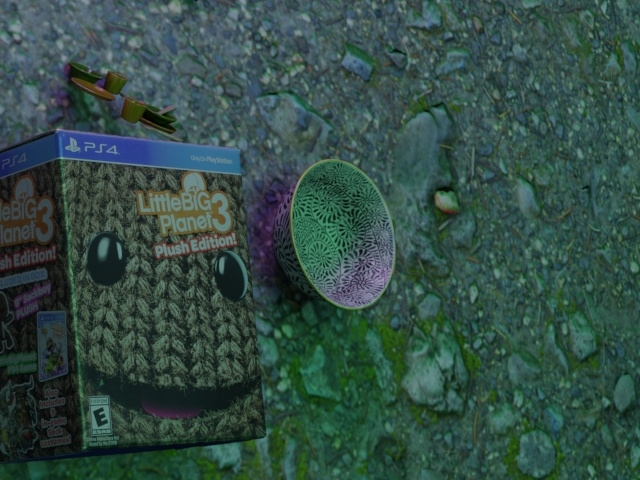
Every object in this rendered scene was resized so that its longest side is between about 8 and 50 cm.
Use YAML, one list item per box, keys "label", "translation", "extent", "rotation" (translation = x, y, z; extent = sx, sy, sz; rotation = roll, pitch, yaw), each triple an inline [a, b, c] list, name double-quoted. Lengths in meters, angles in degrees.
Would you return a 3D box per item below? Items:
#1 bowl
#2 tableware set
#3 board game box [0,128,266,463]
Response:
- label: "bowl"
  translation: [0.000, 0.000, 1.800]
  extent: [0.170, 0.080, 0.170]
  rotation: [15, 69, -43]
- label: "tableware set"
  translation: [-0.194, -0.144, 1.591]
  extent: [0.104, 0.154, 0.024]
  rotation: [21, 101, -27]
- label: "board game box"
  translation: [-0.192, 0.057, 1.535]
  extent: [0.232, 0.141, 0.291]
  rotation: [2, 78, -47]
